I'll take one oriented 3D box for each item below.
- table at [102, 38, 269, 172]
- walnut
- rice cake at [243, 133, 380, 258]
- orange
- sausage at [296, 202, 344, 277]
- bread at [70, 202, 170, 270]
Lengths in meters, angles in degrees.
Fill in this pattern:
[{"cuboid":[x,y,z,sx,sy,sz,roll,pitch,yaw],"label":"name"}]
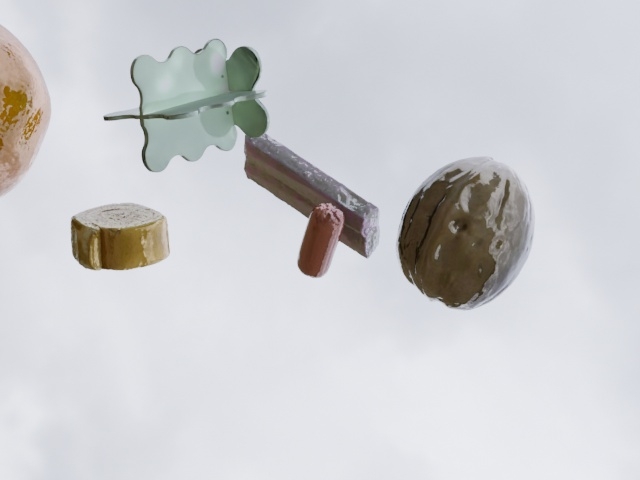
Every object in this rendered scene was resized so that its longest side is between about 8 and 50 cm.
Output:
[{"cuboid":[-0.191,-0.192,1.920,0.166,0.198,0.166,13,-67,35],"label":"table"},{"cuboid":[0.153,-0.008,1.426,0.140,0.140,0.162,34,-73,47],"label":"walnut"},{"cuboid":[-0.017,-0.087,2.394,0.298,0.050,0.106,34,-32,23],"label":"rice cake"},{"cuboid":[-0.556,-0.196,2.019,0.312,0.312,0.312,39,-41,44],"label":"orange"},{"cuboid":[0.000,0.000,2.325,0.062,0.062,0.154,52,-36,29],"label":"sausage"},{"cuboid":[-0.277,-0.001,1.858,0.149,0.122,0.073,22,-59,55],"label":"bread"}]
